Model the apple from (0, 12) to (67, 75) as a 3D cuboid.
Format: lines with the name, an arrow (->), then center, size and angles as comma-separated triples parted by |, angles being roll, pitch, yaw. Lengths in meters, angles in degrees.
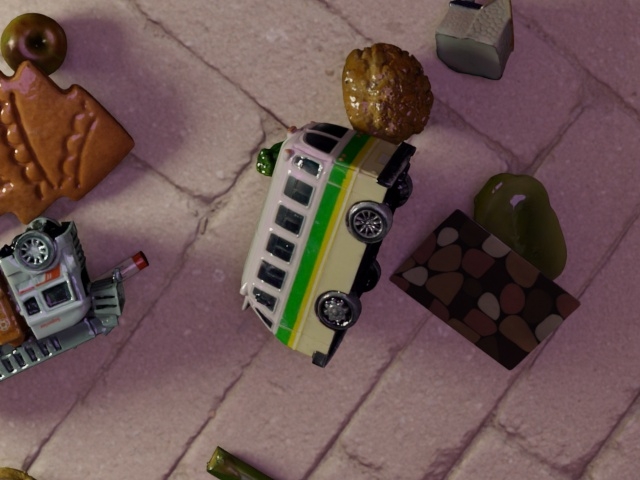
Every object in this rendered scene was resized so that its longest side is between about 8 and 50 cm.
apple -> -0.388, -0.264, 1.760 | 0.089, 0.074, 0.090 | -1, 94, -11

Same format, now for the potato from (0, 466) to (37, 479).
potato -> -0.436, 0.353, 1.803 | 0.103, 0.066, 0.096 | -3, 118, -17

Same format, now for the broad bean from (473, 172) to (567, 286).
broad bean -> 0.287, -0.015, 1.873 | 0.124, 0.082, 0.175 | -15, 96, -1

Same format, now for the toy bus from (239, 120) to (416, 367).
toy bus -> 0.000, 0.000, 1.755 | 0.179, 0.143, 0.306 | 22, 120, 7

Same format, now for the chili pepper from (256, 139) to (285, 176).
chili pepper -> -0.003, -0.094, 1.843 | 0.182, 0.050, 0.073 | 26, 83, -12

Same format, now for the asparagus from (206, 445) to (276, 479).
asparagus -> -0.083, 0.358, 1.867 | 0.178, 0.041, 0.045 | 33, 97, -10

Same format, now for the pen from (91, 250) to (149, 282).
pen -> -0.338, 0.081, 1.816 | 0.218, 0.026, 0.026 | -32, 98, -5

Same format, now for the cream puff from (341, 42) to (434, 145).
cream puff -> 0.096, -0.201, 1.791 | 0.115, 0.165, 0.150 | -13, 129, 17

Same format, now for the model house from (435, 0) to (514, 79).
model house -> 0.227, -0.299, 1.851 | 0.100, 0.088, 0.100 | 17, 65, 22

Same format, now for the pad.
pad -> 0.237, 0.074, 1.874 | 0.235, 0.003, 0.158 | 37, 116, -9

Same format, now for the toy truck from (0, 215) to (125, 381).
toy truck -> -0.427, 0.093, 1.739 | 0.338, 0.133, 0.185 | -22, 102, -1

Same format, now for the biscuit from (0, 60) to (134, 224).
biscuit -> -0.403, -0.132, 1.746 | 0.306, 0.043, 0.284 | -2, 114, -14
